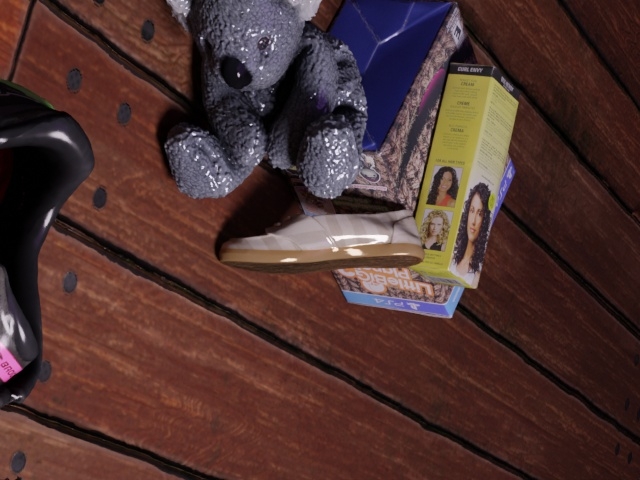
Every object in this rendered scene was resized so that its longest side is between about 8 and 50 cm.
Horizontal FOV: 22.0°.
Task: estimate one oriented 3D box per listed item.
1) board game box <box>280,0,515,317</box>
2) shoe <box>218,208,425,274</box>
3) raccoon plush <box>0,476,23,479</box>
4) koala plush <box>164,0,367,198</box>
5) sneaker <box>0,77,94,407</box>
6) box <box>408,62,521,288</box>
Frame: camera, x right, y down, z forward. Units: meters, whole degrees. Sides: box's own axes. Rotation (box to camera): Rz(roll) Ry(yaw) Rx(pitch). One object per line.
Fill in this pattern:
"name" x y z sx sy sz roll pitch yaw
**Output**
"board game box" 0.090 -0.094 1.882 0.232 0.141 0.291 -64 146 -30
"shoe" 0.000 0.000 1.722 0.076 0.219 0.058 138 -51 -72
"raccoon plush" -0.216 0.386 1.213 0.299 0.216 0.446 101 -25 -55
"koala plush" -0.061 -0.181 1.560 0.221 0.196 0.203 67 30 -42
"sneaker" -0.308 0.078 1.139 0.185 0.202 0.483 53 52 -52
"box" 0.157 -0.071 1.800 0.087 0.058 0.232 29 71 -59
